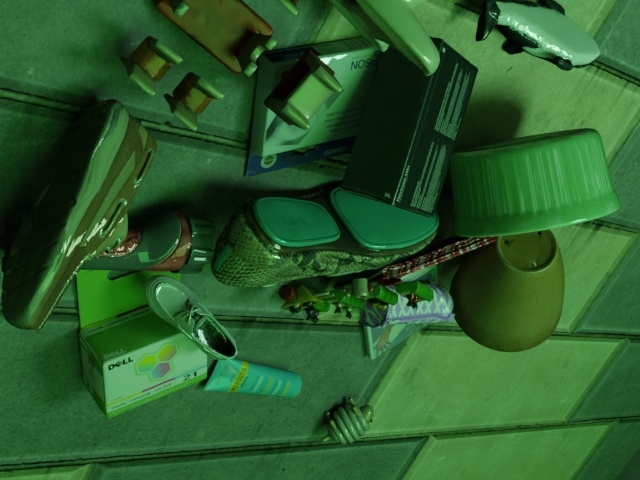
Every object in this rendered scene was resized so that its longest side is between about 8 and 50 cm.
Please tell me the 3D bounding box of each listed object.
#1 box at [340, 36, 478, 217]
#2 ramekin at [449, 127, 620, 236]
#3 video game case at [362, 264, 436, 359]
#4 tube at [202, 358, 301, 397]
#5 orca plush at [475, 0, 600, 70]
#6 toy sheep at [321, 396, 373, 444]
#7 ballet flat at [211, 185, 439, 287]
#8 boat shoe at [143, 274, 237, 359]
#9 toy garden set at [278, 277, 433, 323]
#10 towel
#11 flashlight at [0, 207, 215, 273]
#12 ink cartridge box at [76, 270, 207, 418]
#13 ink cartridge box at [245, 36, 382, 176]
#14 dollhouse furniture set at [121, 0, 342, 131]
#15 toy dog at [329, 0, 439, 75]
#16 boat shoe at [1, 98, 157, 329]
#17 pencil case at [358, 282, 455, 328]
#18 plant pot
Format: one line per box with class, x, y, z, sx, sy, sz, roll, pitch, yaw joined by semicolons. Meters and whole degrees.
box;0.145;-0.182;1.555;0.184;0.103;0.261;11;96;-66
ramekin;0.379;-0.110;1.771;0.303;0.303;0.148;-15;98;-32
video game case;0.167;0.140;2.029;0.183;0.023;0.201;-30;140;-18
tube;-0.128;0.265;1.863;0.207;0.052;0.080;16;103;-42
orca plush;0.359;-0.342;1.700;0.287;0.151;0.102;-7;160;-42
toy sheep;0.058;0.400;2.123;0.132;0.091;0.091;-29;142;2
ballet flat;0.000;0.000;1.646;0.483;0.164;0.182;-8;150;-49
boat shoe;-0.200;0.125;1.526;0.066;0.063;0.184;-46;113;-21
toy garden set;0.058;0.109;1.722;0.244;0.049;0.204;-7;166;20
towel;0.180;0.038;1.850;0.275;0.031;0.199;-19;180;-27
flashlight;-0.303;-0.004;1.417;0.304;0.103;0.103;5;152;-40
ink cartridge box;-0.284;0.138;1.559;0.189;0.097;0.255;-20;137;-28
ink cartridge box;-0.006;-0.203;1.538;0.223;0.045;0.224;-17;134;-31
dollhouse furniture set;-0.102;-0.267;1.323;0.259;0.135;0.262;38;96;-28
toy dog;0.150;-0.486;1.282;0.408;0.284;0.395;-44;106;2
boat shoe;-0.308;-0.024;1.287;0.116;0.123;0.324;33;78;-40
pencil case;0.173;0.130;1.937;0.206;0.088;0.086;-3;124;-41
plant pot;0.390;0.067;1.938;0.237;0.237;0.254;-32;157;-16
